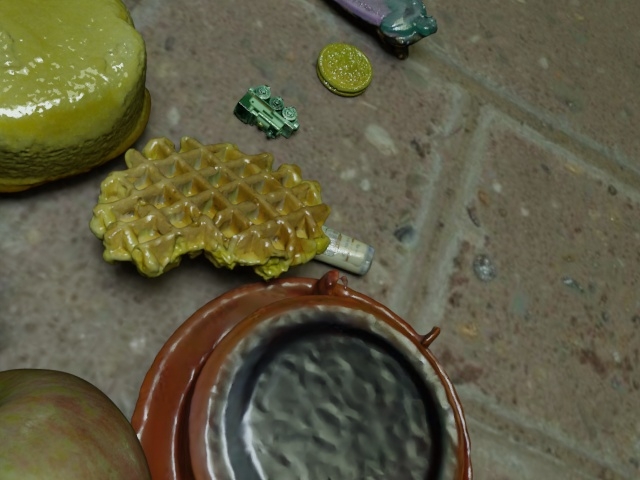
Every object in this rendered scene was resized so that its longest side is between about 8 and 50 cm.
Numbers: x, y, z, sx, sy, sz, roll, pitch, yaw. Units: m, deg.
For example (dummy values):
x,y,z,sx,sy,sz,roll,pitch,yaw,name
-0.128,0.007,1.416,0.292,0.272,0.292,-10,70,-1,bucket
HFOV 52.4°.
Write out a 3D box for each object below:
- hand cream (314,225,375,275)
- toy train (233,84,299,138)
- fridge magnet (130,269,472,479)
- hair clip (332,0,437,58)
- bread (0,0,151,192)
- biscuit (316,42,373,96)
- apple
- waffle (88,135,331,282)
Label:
x,y,z,sx,sy,sz,roll,pitch,yaw,name
0.000,0.000,0.813,0.143,0.039,0.061,22,64,-7,hand cream
-0.068,-0.165,0.854,0.083,0.033,0.053,39,65,-3,toy train
-0.004,0.200,0.654,0.363,0.155,0.363,9,61,-17,fridge magnet
0.035,-0.415,0.982,0.359,0.110,0.095,55,20,11,hair clip
-0.318,-0.187,0.699,0.270,0.148,0.270,7,65,-15,bread
0.034,-0.246,0.934,0.084,0.023,0.084,8,66,-17,biscuit
-0.248,0.234,0.496,0.257,0.257,0.234,-28,107,-29,apple
-0.111,-0.032,0.721,0.253,0.056,0.249,20,39,1,waffle
